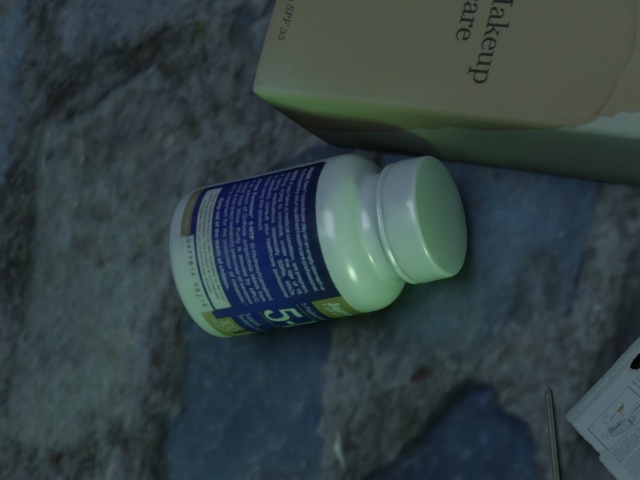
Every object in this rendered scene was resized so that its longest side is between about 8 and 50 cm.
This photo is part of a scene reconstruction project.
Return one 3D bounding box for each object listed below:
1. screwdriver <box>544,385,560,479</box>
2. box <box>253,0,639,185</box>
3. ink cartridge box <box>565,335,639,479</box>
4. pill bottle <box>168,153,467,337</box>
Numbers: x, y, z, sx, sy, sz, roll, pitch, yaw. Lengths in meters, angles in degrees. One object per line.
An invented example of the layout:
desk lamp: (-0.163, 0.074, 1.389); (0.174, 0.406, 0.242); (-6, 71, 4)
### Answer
screwdriver: (0.158, 0.175, 1.168); (0.025, 0.024, 0.170); (2, 66, 0)
box: (0.126, -0.130, 1.217); (0.311, 0.121, 0.148); (8, 78, 32)
ink cartridge box: (0.250, 0.090, 1.068); (0.181, 0.056, 0.224); (-47, 14, 3)
pill bottle: (0.000, 0.000, 1.255); (0.187, 0.112, 0.112); (-12, 69, 27)
